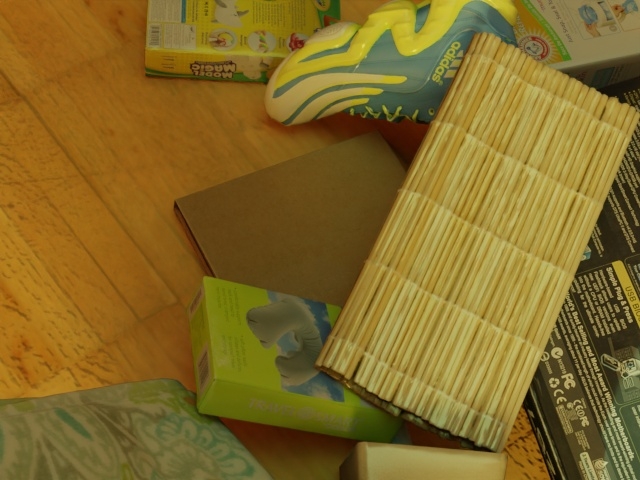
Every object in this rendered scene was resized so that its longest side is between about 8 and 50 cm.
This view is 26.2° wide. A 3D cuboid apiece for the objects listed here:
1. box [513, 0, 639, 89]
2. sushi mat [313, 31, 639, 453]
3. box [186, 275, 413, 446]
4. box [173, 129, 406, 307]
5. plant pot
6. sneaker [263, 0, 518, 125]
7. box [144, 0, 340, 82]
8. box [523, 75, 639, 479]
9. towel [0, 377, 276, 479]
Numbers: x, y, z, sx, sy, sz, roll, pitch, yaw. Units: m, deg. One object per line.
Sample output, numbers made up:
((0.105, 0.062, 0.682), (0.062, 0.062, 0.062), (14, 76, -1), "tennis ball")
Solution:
((0.238, -0.171, 1.252), (0.203, 0.114, 0.103), (-12, 61, -15), "box")
((0.126, -0.003, 1.055), (0.151, 0.019, 0.316), (26, 70, 0), "sushi mat")
((-0.009, 0.094, 1.047), (0.178, 0.042, 0.109), (13, 39, -22), "box")
((0.000, 0.000, 1.165), (0.201, 0.021, 0.164), (-21, 63, -19), "box")
((0.071, 0.208, 1.003), (0.109, 0.109, 0.096), (6, 71, -5), "plant pot")
((0.065, -0.133, 1.169), (0.240, 0.091, 0.126), (-29, 68, 22), "sneaker")
((-0.070, -0.197, 1.266), (0.179, 0.043, 0.105), (2, 57, -5), "box")
((0.300, 0.050, 1.086), (0.318, 0.097, 0.394), (-19, 63, 0), "box")
((-0.079, 0.237, 0.853), (0.374, 0.090, 0.320), (46, 21, 23), "towel")
